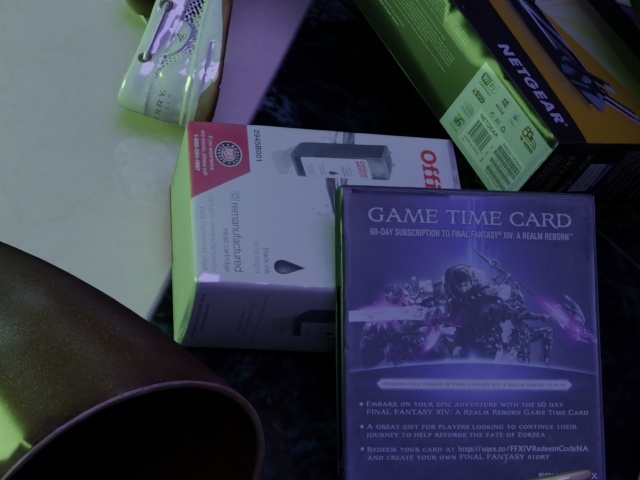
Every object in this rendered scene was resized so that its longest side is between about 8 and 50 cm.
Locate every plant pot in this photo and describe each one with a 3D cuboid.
[{"bbox_3d":[-0.188,0.107,1.034,0.215,0.215,0.230,-22,47,-28],"label":"plant pot"}]

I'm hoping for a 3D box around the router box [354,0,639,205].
[{"bbox_3d":[0.170,-0.166,1.338,0.243,0.081,0.309,-4,52,-45],"label":"router box"}]

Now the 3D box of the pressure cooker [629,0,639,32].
[{"bbox_3d":[0.439,-0.246,1.217,0.375,0.420,0.370,38,68,-23],"label":"pressure cooker"}]

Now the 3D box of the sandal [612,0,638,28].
[{"bbox_3d":[0.312,-0.233,1.462,0.169,0.102,0.416,-23,63,-27],"label":"sandal"}]

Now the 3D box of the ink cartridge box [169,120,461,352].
[{"bbox_3d":[0.000,0.000,1.214,0.217,0.092,0.159,4,53,-14],"label":"ink cartridge box"}]

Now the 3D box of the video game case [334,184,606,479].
[{"bbox_3d":[0.108,0.099,1.136,0.196,0.026,0.274,2,79,-13],"label":"video game case"}]

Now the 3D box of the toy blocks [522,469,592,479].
[{"bbox_3d":[0.141,0.239,1.078,0.123,0.054,0.148,-9,82,-15],"label":"toy blocks"}]

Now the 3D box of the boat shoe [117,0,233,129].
[{"bbox_3d":[-0.121,-0.218,1.342,0.096,0.098,0.277,10,53,-7],"label":"boat shoe"}]

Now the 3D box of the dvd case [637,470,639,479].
[{"bbox_3d":[0.319,0.168,1.136,0.179,0.029,0.239,1,51,32],"label":"dvd case"}]
